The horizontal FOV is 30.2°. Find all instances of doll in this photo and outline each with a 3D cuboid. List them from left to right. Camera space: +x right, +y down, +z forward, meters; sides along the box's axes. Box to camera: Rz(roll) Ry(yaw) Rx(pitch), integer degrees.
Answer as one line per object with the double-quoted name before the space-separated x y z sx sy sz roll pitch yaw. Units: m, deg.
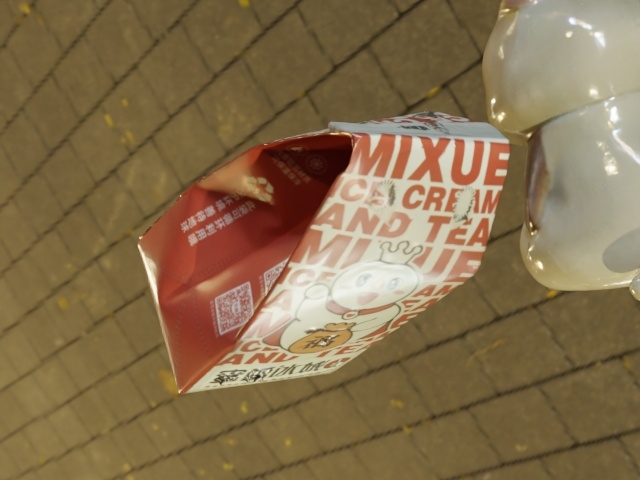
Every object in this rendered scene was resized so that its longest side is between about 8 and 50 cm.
"doll" 0.297 -0.104 1.288 0.226 0.215 0.370 -38 69 59

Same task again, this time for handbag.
"handbag" 0.000 0.000 0.904 0.298 0.171 0.151 -39 62 48
